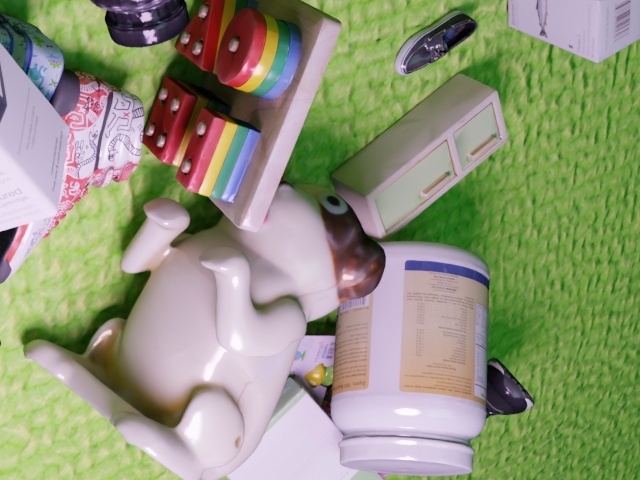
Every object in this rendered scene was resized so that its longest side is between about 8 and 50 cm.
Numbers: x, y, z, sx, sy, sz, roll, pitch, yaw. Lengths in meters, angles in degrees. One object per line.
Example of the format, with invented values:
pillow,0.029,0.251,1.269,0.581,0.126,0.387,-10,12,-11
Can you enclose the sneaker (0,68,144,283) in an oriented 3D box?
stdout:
sneaker,-0.298,-0.063,1.431,0.145,0.090,0.270,12,104,-43

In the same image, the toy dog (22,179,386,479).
toy dog,-0.097,0.103,1.571,0.408,0.284,0.395,-53,131,-8

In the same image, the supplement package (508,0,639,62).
supplement package,0.378,-0.355,1.810,0.105,0.179,0.105,-31,132,-26

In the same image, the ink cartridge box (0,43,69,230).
ink cartridge box,-0.418,-0.130,1.160,0.223,0.129,0.307,-14,141,16

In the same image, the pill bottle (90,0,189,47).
pill bottle,-0.211,-0.327,1.323,0.123,0.123,0.219,-31,133,-25

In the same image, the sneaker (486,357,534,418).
sneaker,0.267,0.279,2.063,0.124,0.107,0.283,-40,179,-11

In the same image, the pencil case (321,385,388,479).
pencil case,0.090,0.288,1.960,0.386,0.160,0.167,-48,145,-10

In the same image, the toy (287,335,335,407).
toy,-0.082,0.193,1.816,0.237,0.056,0.136,7,108,-39

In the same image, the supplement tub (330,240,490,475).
supplement tub,0.132,0.178,1.791,0.228,0.228,0.316,24,65,-48

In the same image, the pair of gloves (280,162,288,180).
pair of gloves,-0.085,-0.078,1.679,0.083,0.010,0.074,4,115,-42

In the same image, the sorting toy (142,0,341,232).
sorting toy,-0.109,-0.177,1.427,0.089,0.257,0.255,16,104,-29

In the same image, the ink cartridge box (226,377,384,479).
ink cartridge box,-0.030,0.344,1.829,0.171,0.056,0.235,-44,120,-9

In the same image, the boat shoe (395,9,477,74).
boat shoe,0.168,-0.285,1.762,0.142,0.040,0.049,-40,136,-17

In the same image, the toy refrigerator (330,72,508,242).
toy refrigerator,0.153,-0.123,1.810,0.269,0.094,0.102,-39,135,-19

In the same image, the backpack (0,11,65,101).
backpack,-0.336,-0.183,1.302,0.084,0.114,0.105,14,105,-47
